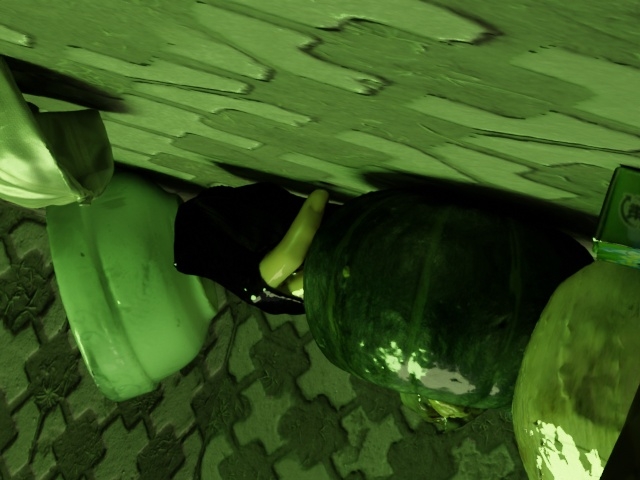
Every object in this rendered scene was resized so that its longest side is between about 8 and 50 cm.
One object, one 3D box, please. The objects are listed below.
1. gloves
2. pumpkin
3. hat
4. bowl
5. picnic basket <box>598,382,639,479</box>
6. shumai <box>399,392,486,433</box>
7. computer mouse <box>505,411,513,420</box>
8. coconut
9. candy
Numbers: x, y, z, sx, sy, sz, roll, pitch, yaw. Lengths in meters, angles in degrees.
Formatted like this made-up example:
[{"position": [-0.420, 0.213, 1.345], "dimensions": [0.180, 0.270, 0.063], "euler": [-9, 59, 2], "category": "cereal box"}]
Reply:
[{"position": [-0.004, 0.006, 1.817], "dimensions": [0.301, 0.152, 0.197], "euler": [-3, -164, 25], "category": "gloves"}, {"position": [0.124, 0.065, 1.589], "dimensions": [0.300, 0.207, 0.300], "euler": [12, -176, -1], "category": "pumpkin"}, {"position": [-0.322, -0.095, 1.550], "dimensions": [0.226, 0.164, 0.219], "euler": [-9, 166, 18], "category": "hat"}, {"position": [-0.235, 0.043, 2.156], "dimensions": [0.163, 0.307, 0.307], "euler": [-18, 172, 3], "category": "bowl"}, {"position": [0.328, 0.098, 0.830], "dimensions": [0.321, 0.291, 0.254], "euler": [28, 170, -29], "category": "picnic basket"}, {"position": [0.175, 0.114, 2.165], "dimensions": [0.256, 0.189, 0.218], "euler": [-27, -150, -27], "category": "shumai"}, {"position": [0.348, 0.173, 2.272], "dimensions": [0.114, 0.203, 0.374], "euler": [29, 170, -6], "category": "computer mouse"}, {"position": [0.298, 0.144, 1.348], "dimensions": [0.297, 0.254, 0.297], "euler": [13, 153, 7], "category": "coconut"}, {"position": [0.298, 0.003, 1.200], "dimensions": [0.194, 0.062, 0.097], "euler": [14, 174, 10], "category": "candy"}]
